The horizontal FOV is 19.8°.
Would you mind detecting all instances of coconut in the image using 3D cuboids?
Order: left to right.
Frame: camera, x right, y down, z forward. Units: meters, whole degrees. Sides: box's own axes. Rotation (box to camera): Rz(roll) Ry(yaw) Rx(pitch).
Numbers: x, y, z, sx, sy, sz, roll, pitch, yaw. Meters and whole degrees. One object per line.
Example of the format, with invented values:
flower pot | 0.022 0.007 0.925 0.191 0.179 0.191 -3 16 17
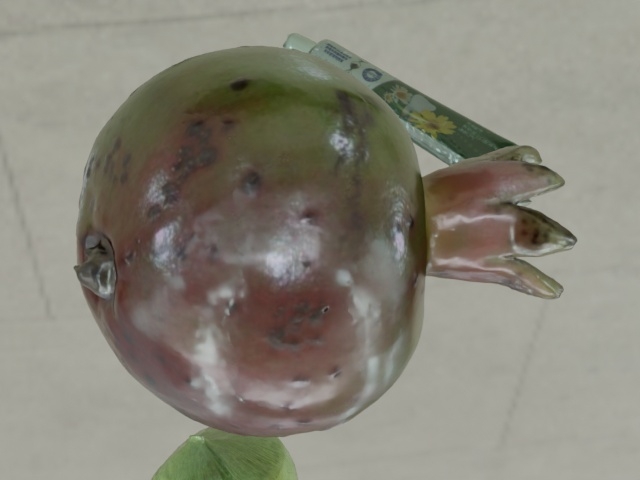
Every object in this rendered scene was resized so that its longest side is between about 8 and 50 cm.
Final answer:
coconut | -0.053 0.143 1.017 0.088 0.088 0.096 -12 120 12

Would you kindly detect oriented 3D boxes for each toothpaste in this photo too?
toothpaste | 0.056 -0.098 1.328 0.204 0.049 0.031 32 145 19

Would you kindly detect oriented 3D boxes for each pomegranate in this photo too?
pomegranate | -0.003 0.007 0.605 0.159 0.129 0.129 21 146 -21
